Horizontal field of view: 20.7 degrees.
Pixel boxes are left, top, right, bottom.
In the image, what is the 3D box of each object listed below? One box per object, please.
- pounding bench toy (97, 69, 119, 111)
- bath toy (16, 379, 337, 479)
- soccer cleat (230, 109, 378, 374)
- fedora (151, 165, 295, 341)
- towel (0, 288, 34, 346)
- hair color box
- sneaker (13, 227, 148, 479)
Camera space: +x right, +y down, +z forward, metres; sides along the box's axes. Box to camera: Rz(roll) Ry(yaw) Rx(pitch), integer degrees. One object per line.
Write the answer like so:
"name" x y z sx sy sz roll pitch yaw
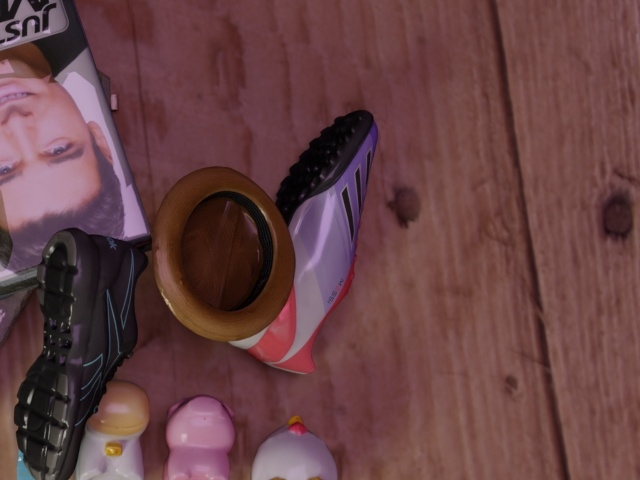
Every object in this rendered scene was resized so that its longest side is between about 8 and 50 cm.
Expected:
"pounding bench toy" -0.273 -0.160 1.997 0.065 0.083 0.052 -5 78 17
"bath toy" -0.152 0.224 1.905 0.348 0.151 0.129 8 33 -11
"soccer cleat" 0.000 0.000 2.011 0.116 0.109 0.318 34 71 -23
"fedora" -0.118 0.019 1.894 0.194 0.079 0.194 11 71 -35
"towel" -0.376 -0.021 1.939 0.187 0.049 0.282 32 71 -7
"hair color box" -0.324 -0.143 1.881 0.185 0.113 0.374 -18 83 -7
"sneaker" -0.237 0.123 1.786 0.106 0.101 0.267 6 98 -41
